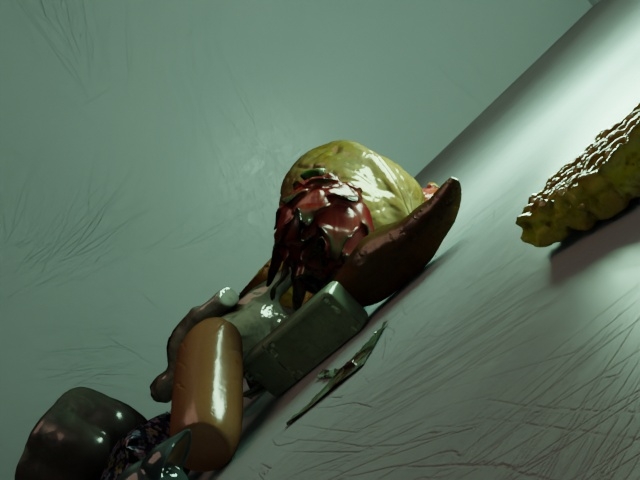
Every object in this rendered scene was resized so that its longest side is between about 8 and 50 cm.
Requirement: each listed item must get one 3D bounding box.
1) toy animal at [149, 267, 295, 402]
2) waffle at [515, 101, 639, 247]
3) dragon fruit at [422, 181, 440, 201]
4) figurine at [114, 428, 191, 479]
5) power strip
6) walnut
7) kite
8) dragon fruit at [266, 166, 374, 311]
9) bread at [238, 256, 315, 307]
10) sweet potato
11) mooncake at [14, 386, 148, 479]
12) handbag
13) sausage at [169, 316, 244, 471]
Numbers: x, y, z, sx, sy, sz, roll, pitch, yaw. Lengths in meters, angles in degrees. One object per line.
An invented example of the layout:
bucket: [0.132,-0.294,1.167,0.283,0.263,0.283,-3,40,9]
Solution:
toy animal: [-0.163,0.198,2.397,0.344,0.194,0.302,-19,-17,-49]
waffle: [0.317,-0.081,1.377,0.229,0.057,0.219,-44,3,-33]
dragon fruit: [0.219,-0.072,2.560,0.112,0.068,0.126,-46,3,-40]
figurine: [-0.269,0.401,1.686,0.265,0.140,0.193,-26,-28,-45]
power strip: [-0.044,0.185,2.114,0.288,0.093,0.053,-41,7,30]
walnut: [0.064,-0.061,2.456,0.313,0.277,0.252,17,85,46]
kite: [0.023,0.198,1.844,0.229,0.012,0.250,-43,1,-17]
dragon fruit: [0.000,0.000,2.206,0.192,0.193,0.274,-10,68,47]
bread: [-0.049,0.089,2.833,0.312,0.172,0.312,-46,2,2]
sweet potato: [0.118,0.027,2.082,0.359,0.112,0.112,-38,4,18]
mooncake: [-0.428,0.424,2.271,0.306,0.154,0.306,-49,-30,-41]
handbag: [-0.313,0.411,2.112,0.208,0.127,0.228,-57,-8,15]
sausage: [-0.188,0.249,2.061,0.121,0.121,0.304,-42,25,22]
